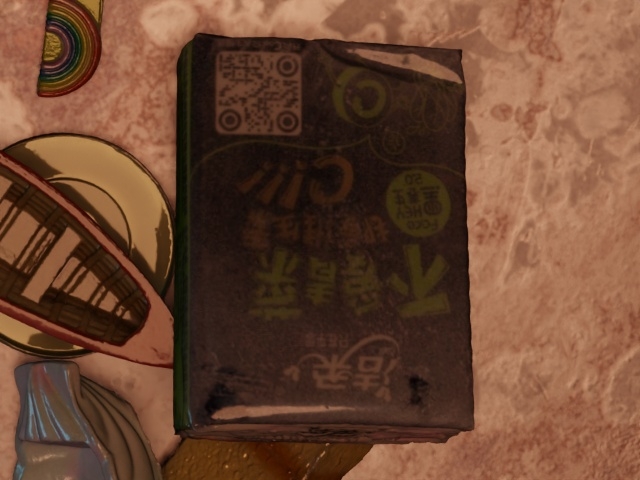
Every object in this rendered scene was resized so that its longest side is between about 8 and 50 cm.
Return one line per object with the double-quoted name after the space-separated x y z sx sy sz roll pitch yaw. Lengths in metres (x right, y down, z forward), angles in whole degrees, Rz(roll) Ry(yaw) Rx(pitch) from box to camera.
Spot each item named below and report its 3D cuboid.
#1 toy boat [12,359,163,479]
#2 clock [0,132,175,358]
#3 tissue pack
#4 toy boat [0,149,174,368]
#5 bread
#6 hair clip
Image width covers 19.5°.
-0.229 0.257 1.884 0.100 0.199 0.290 -19 98 -44 "toy boat"
-0.263 0.006 1.900 0.235 0.029 0.235 -1 98 -9 "clock"
0.000 0.000 1.835 0.288 0.124 0.394 2 76 -11 "tissue pack"
-0.290 0.008 1.843 0.392 0.079 0.136 35 91 -12 "toy boat"
-0.039 0.224 1.935 0.178 0.142 0.266 36 93 -28 "bread"
-0.244 -0.233 1.867 0.060 0.033 0.188 8 97 -11 "hair clip"
